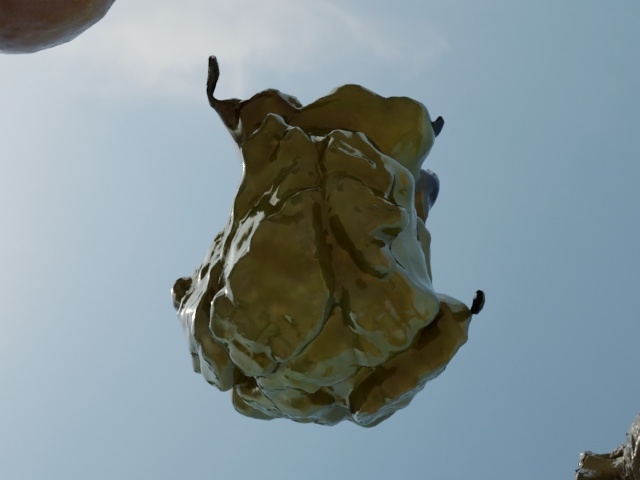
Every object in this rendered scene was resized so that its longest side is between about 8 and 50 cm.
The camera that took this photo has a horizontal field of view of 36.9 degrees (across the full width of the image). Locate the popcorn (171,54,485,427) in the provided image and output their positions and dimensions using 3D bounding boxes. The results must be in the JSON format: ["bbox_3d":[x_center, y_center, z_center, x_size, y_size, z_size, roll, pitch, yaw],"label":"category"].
[{"bbox_3d":[0.000,-0.003,0.504,0.174,0.168,0.195,11,-112,4],"label":"popcorn"}]

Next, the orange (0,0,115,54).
[{"bbox_3d":[-0.304,-0.310,0.929,0.261,0.261,0.261,-8,-127,11],"label":"orange"}]

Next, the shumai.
[{"bbox_3d":[0.403,0.308,1.233,0.153,0.209,0.161,-14,-153,30],"label":"shumai"}]
